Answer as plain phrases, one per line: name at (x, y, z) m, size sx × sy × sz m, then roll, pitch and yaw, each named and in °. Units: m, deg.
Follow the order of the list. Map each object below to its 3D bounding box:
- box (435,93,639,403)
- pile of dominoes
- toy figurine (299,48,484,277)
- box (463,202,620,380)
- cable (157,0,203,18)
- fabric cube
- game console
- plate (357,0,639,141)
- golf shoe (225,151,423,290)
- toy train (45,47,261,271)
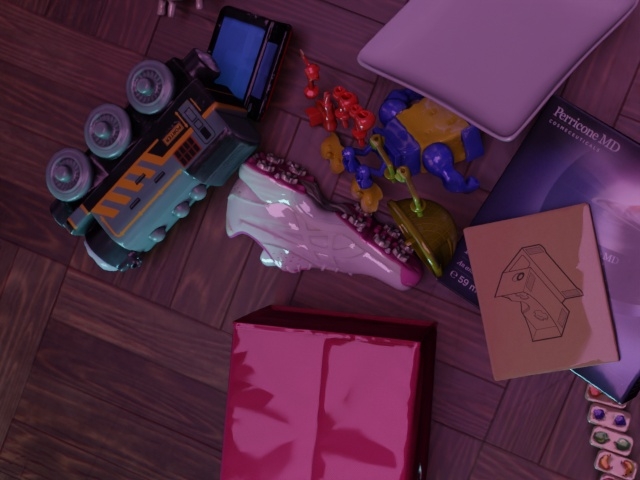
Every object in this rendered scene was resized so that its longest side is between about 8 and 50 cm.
box at (0.362, 0.010, 1.831) m, size 0.296 × 0.183 × 0.294 m, roll 34°, pitch 97°, yaw 17°
pile of dominoes at (0.461, 0.239, 1.892) m, size 0.196 × 0.040 × 0.251 m, roll -6°, pitch 79°, yaw 11°
toy figurine at (0.145, -0.142, 1.853) m, size 0.217 × 0.191 × 0.362 m, roll -25°, pitch 46°, yaw -13°
box at (0.278, 0.067, 1.750) m, size 0.164 × 0.021 × 0.201 m, roll -12°, pitch 86°, yaw 20°
cable at (-0.189, -0.461, 1.961) m, size 0.139 × 0.072 × 0.287 m, roll 3°, pitch 100°, yaw 45°
fabric cube at (0.018, 0.237, 1.891) m, size 0.259 × 0.254 × 0.258 m, roll 6°, pitch 93°, yaw 10°
game console at (-0.110, -0.252, 1.971) m, size 0.085 × 0.124 × 0.144 m, roll 16°, pitch 97°, yaw -18°
plate at (0.234, -0.269, 1.841) m, size 0.278 × 0.045 × 0.277 m, roll 33°, pitch 73°, yaw 34°
golf shoe at (0.000, 0.000, 1.961) m, size 0.306 × 0.115 × 0.140 m, roll 33°, pitch 107°, yaw 14°
toy train at (-0.239, -0.110, 1.948) m, size 0.334 × 0.142 × 0.190 m, roll -45°, pitch 71°, yaw 15°
